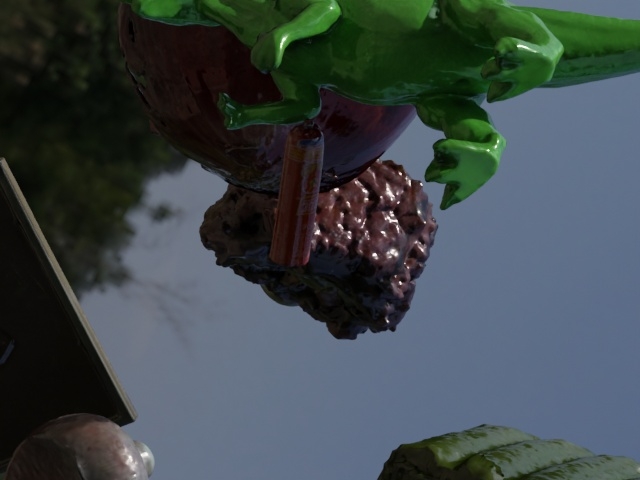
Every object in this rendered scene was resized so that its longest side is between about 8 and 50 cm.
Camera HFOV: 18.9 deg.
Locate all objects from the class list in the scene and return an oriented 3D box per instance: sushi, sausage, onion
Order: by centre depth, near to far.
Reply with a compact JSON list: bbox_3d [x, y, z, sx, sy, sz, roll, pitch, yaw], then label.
[{"bbox_3d":[-0.017,-0.041,1.551,0.034,0.034,0.129,-78,177,-62],"label":"sausage"},{"bbox_3d":[-0.035,-0.204,1.999,0.341,0.341,0.341,-60,-172,15],"label":"onion"},{"bbox_3d":[0.000,0.000,2.251,0.236,0.270,0.171,-40,-158,57],"label":"sushi"}]

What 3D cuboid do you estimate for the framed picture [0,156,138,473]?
[{"bbox_3d":[-0.333,0.087,1.876,0.213,0.289,0.016,-23,-167,17],"label":"framed picture"}]

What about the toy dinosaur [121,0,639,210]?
[{"bbox_3d":[0.120,-0.184,1.618,0.374,0.500,0.144,39,-45,45],"label":"toy dinosaur"}]

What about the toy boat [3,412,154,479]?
[{"bbox_3d":[-0.198,0.234,1.621,0.085,0.155,0.227,-15,145,-35],"label":"toy boat"}]

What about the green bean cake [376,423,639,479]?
[{"bbox_3d":[0.203,0.325,1.544,0.218,0.335,0.319,-7,110,-53],"label":"green bean cake"}]
